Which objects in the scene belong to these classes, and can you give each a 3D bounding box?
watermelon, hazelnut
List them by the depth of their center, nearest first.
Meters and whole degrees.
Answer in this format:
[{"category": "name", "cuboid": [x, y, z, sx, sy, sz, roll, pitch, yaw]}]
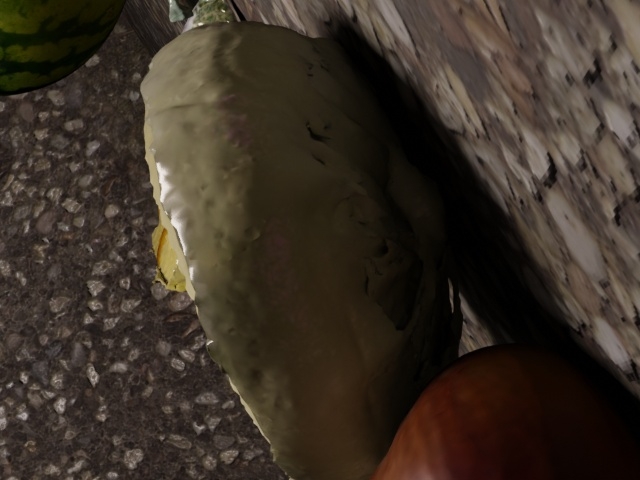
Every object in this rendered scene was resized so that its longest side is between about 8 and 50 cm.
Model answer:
[{"category": "hazelnut", "cuboid": [0.102, 0.159, 0.688, 0.186, 0.210, 0.210, 23, 162, 20]}, {"category": "watermelon", "cuboid": [-0.297, -0.273, 1.255, 0.285, 0.285, 0.285, 57, 176, 7]}]

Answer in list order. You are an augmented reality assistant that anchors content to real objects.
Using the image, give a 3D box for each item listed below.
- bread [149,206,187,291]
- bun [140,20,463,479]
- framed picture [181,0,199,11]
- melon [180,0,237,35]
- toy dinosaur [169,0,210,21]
[{"category": "bread", "cuboid": [-0.150, -0.090, 1.625, 0.236, 0.198, 0.263, 66, 175, -20]}, {"category": "bun", "cuboid": [0.000, 0.000, 0.808, 0.287, 0.146, 0.287, -19, -90, -88]}, {"category": "framed picture", "cuboid": [-0.122, -0.235, 1.372, 0.136, 0.010, 0.201, 55, 175, 19]}, {"category": "melon", "cuboid": [-0.054, -0.107, 1.178, 0.139, 0.093, 0.202, 22, 123, 35]}, {"category": "toy dinosaur", "cuboid": [-0.109, -0.234, 1.088, 0.187, 0.044, 0.106, -100, -6, -67]}]
